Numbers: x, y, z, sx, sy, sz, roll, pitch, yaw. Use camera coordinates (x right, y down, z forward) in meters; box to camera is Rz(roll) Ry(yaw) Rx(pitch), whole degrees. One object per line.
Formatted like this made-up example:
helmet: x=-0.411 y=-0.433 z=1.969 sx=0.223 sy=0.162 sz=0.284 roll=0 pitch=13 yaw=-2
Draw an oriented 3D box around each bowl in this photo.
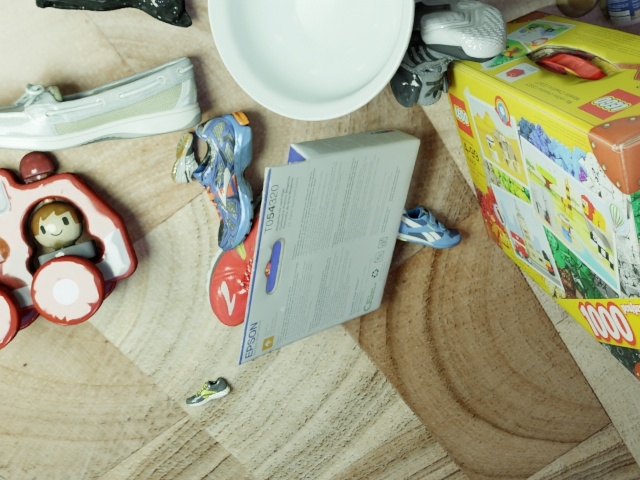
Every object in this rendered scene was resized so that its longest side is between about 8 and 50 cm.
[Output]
bowl: x=0.005 y=-0.324 z=0.961 sx=0.297 sy=0.134 sz=0.298 roll=9 pitch=113 yaw=22

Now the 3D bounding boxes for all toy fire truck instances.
toy fire truck: x=-0.444 y=0.009 z=1.038 sx=0.302 sy=0.169 sz=0.254 roll=-19 pitch=99 yaw=-5

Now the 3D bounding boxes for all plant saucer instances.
plant saucer: x=0.419 y=-0.400 z=1.123 sx=0.083 sy=0.015 sz=0.084 roll=-5 pitch=115 yaw=-11

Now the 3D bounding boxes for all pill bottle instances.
pill bottle: x=0.483 y=-0.408 z=1.105 sx=0.067 sy=0.067 sz=0.120 roll=-26 pitch=118 yaw=0

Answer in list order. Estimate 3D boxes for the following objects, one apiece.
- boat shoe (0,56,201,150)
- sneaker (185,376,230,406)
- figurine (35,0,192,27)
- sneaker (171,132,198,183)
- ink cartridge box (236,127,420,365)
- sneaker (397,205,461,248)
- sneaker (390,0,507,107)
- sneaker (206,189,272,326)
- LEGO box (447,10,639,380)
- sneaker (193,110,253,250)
boat shoe: x=-0.332 y=-0.193 z=0.989 sx=0.320 sy=0.118 sz=0.103 roll=-9 pitch=110 yaw=-14
sneaker: x=-0.210 y=0.276 z=1.284 sx=0.083 sy=0.031 sz=0.035 roll=-21 pitch=104 yaw=-8
figurine: x=-0.260 y=-0.402 z=0.928 sx=0.209 sy=0.092 sz=0.215 roll=3 pitch=113 yaw=-24
sneaker: x=-0.207 y=-0.129 z=1.095 sx=0.036 sy=0.032 sz=0.083 roll=5 pitch=117 yaw=-33
ink cartridge box: x=0.000 y=0.000 z=1.086 sx=0.330 sy=0.071 sz=0.324 roll=-15 pitch=126 yaw=-42
sneaker: x=0.187 y=-0.025 z=1.223 sx=0.144 sy=0.053 sz=0.059 roll=11 pitch=109 yaw=-19
sneaker: x=0.171 y=-0.260 z=0.996 sx=0.101 sy=0.268 sz=0.153 roll=-22 pitch=124 yaw=-17
sneaker: x=-0.105 y=0.029 z=1.140 sx=0.107 sy=0.118 sz=0.279 roll=21 pitch=107 yaw=-20
LEGO box: x=0.386 y=-0.085 z=0.990 sx=0.193 sy=0.500 sz=0.373 roll=-24 pitch=117 yaw=-2
sneaker: x=-0.156 y=-0.090 z=1.093 sx=0.087 sy=0.083 sz=0.221 roll=-5 pitch=107 yaw=-19
